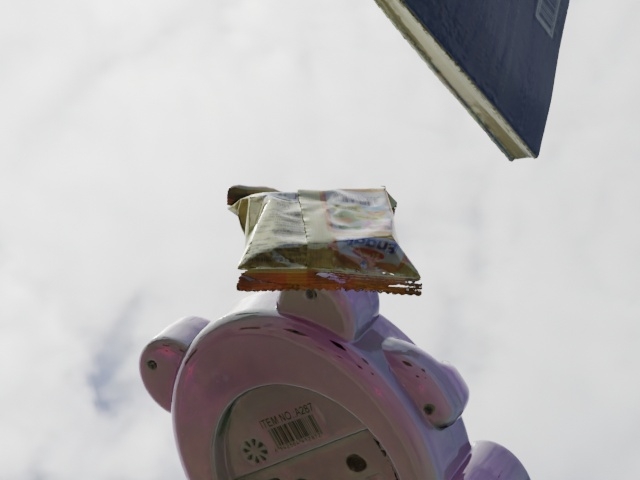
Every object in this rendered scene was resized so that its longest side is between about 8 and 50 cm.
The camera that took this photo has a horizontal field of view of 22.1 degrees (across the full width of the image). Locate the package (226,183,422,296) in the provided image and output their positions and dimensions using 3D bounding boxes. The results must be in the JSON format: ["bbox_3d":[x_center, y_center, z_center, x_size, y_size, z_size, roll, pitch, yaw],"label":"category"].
[{"bbox_3d":[0.000,-0.001,0.979,0.108,0.120,0.031,1,-64,-6],"label":"package"}]

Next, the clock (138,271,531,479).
[{"bbox_3d":[0.003,0.143,1.132,0.228,0.090,0.248,-25,-80,31],"label":"clock"}]

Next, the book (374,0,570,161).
[{"bbox_3d":[0.102,-0.175,1.073,0.024,0.228,0.160,-1,-117,35],"label":"book"}]
